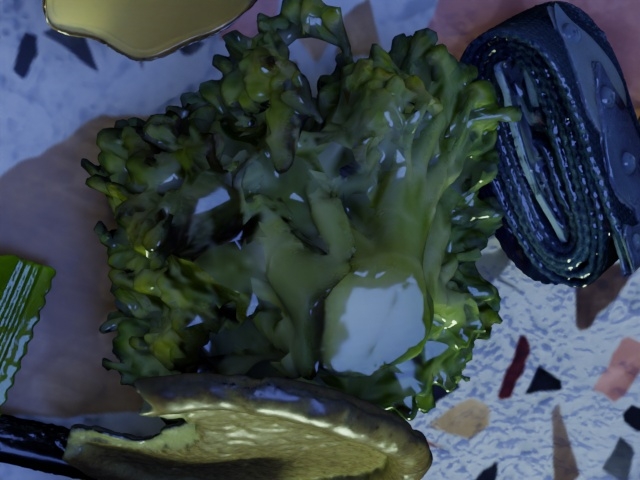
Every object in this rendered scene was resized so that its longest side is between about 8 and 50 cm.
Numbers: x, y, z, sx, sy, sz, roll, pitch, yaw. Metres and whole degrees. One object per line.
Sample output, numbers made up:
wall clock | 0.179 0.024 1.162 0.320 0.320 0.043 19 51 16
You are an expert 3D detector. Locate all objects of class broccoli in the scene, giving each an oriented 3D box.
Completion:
broccoli | -0.008 -0.004 1.255 0.334 0.272 0.324 -2 79 -17

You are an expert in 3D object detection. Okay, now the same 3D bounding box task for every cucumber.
cucumber | -0.246 0.154 1.308 0.163 0.039 0.043 13 115 -17

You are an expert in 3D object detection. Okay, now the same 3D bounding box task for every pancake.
pancake | -0.059 0.149 1.218 0.288 0.286 0.033 -5 67 23

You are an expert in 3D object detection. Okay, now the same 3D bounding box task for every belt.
belt | 0.193 -0.080 1.351 0.128 0.122 0.218 -37 110 -49

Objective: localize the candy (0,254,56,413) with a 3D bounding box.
candy | -0.335 0.051 1.258 0.246 0.069 0.149 19 87 -11

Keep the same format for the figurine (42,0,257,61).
figurine | -0.167 -0.257 1.191 0.181 0.257 0.208 -18 144 -15

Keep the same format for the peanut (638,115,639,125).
peanut | 0.340 -0.111 1.399 0.194 0.083 0.093 -31 141 -19
